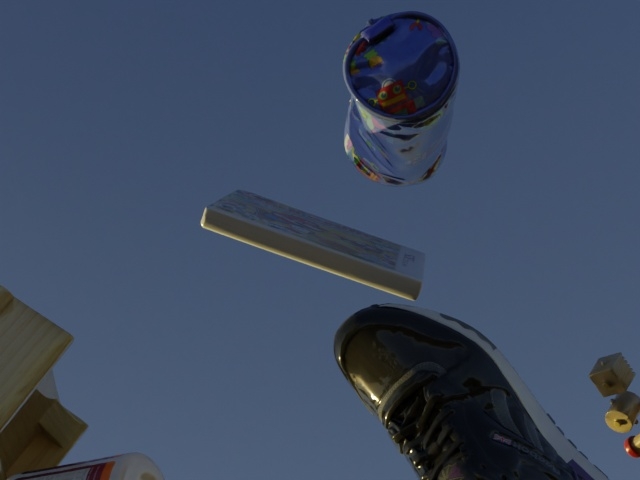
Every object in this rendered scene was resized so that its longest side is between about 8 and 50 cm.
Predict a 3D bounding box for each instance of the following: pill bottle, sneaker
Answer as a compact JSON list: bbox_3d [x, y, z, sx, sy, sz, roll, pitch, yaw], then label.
[{"bbox_3d":[-0.286,0.309,1.533,0.221,0.121,0.121,-13,-34,20],"label":"pill bottle"},{"bbox_3d":[0.113,0.155,1.032,0.107,0.283,0.124,-54,-15,21],"label":"sneaker"}]

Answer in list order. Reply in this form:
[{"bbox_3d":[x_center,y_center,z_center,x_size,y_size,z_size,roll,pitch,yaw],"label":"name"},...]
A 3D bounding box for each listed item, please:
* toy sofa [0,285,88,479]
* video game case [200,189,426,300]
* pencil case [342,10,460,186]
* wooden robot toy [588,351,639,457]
[{"bbox_3d":[-0.410,0.190,1.731,0.150,0.177,0.362,-53,-9,-24],"label":"toy sofa"},{"bbox_3d":[0.000,0.000,1.453,0.227,0.206,0.026,19,-82,3],"label":"video game case"},{"bbox_3d":[0.084,-0.150,1.528,0.119,0.133,0.306,-36,-11,-6],"label":"pencil case"},{"bbox_3d":[0.326,0.164,1.307,0.173,0.079,0.076,41,-42,-1],"label":"wooden robot toy"}]
